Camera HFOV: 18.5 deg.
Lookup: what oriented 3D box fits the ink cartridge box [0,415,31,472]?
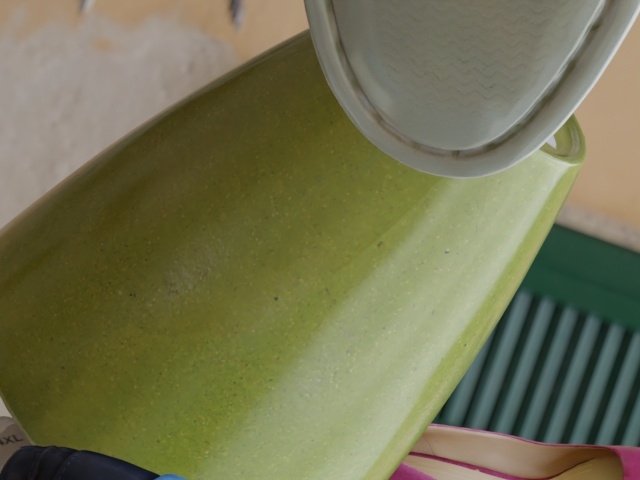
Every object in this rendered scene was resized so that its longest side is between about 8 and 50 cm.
[{"bbox_3d":[-0.234,0.220,1.161,0.148,0.086,0.203,-13,128,-31],"label":"ink cartridge box"}]

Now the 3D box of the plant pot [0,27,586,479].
[{"bbox_3d":[0.000,0.000,1.115,0.293,0.275,0.275,-44,-172,23],"label":"plant pot"}]

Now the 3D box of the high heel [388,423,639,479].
[{"bbox_3d":[0.141,0.153,1.330,0.117,0.244,0.082,71,22,-45],"label":"high heel"}]

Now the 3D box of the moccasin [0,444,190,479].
[{"bbox_3d":[-0.137,0.252,0.963,0.138,0.117,0.342,-15,125,-67],"label":"moccasin"}]

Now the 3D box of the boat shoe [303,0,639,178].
[{"bbox_3d":[0.070,-0.189,0.591,0.113,0.127,0.340,-40,135,-59],"label":"boat shoe"}]
